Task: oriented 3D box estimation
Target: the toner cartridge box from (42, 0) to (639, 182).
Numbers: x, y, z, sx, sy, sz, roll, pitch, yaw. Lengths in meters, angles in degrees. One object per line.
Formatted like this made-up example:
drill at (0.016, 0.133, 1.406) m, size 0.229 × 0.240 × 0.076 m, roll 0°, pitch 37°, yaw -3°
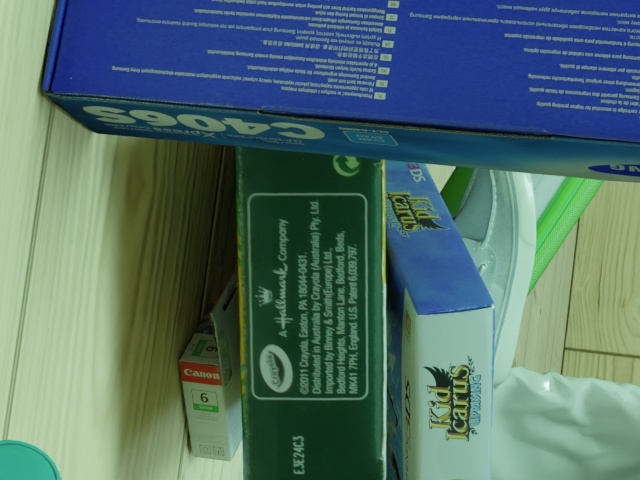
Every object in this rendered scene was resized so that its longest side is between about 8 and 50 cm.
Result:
toner cartridge box at (0.055, -0.121, 0.748) m, size 0.075 × 0.347 × 0.165 m, roll 41°, pitch 57°, yaw -73°

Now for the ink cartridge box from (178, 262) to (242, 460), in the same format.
ink cartridge box at (-0.064, 0.073, 0.988) m, size 0.063 × 0.029 × 0.115 m, roll -64°, pitch 154°, yaw -53°

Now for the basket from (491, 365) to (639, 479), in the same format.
basket at (0.188, 0.317, 1.429) m, size 0.266 × 0.331 × 0.328 m, roll 79°, pitch 23°, yaw -51°

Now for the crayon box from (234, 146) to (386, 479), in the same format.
crayon box at (0.000, 0.000, 0.986) m, size 0.323 × 0.083 × 0.203 m, roll -79°, pitch 169°, yaw -76°

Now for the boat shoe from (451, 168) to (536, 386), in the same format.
boat shoe at (0.126, 0.025, 1.336) m, size 0.079 × 0.081 × 0.228 m, roll -124°, pitch -145°, yaw -60°

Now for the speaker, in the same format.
speaker at (0.178, -0.045, 1.425) m, size 0.296 × 0.131 × 0.131 m, roll -59°, pitch 173°, yaw 21°

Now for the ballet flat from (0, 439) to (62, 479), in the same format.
ballet flat at (-0.166, 0.164, 0.616) m, size 0.068 × 0.072 × 0.213 m, roll -61°, pitch -179°, yaw 40°

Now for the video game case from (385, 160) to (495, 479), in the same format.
video game case at (0.073, 0.087, 1.238) m, size 0.269 × 0.061 × 0.244 m, roll -109°, pitch -165°, yaw -60°
